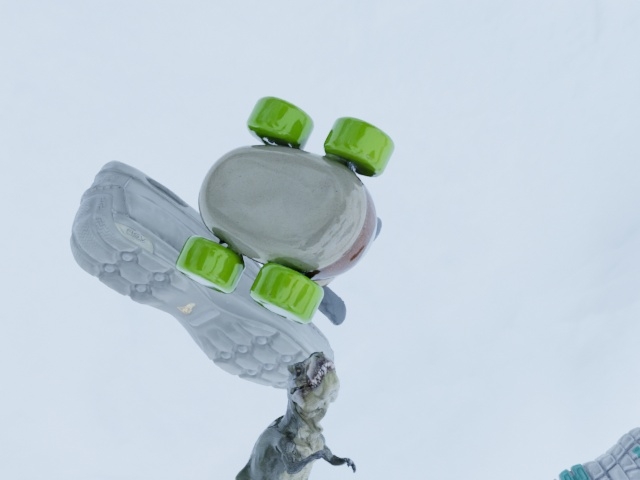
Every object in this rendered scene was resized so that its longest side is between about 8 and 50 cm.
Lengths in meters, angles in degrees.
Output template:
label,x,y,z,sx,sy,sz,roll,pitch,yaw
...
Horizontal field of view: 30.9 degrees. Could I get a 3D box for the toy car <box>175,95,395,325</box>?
label,x,y,z,sx,sy,sz,roll,pitch,yaw
toy car,0.000,0.000,0.943,0.149,0.188,0.155,19,77,32

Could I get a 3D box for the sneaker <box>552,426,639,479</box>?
label,x,y,z,sx,sy,sz,roll,pitch,yaw
sneaker,0.279,0.226,1.086,0.167,0.076,0.065,-17,59,-17

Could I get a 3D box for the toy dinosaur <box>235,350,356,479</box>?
label,x,y,z,sx,sy,sz,roll,pitch,yaw
toy dinosaur,-0.028,0.199,0.795,0.118,0.064,0.268,41,112,23

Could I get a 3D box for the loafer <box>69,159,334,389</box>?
label,x,y,z,sx,sy,sz,roll,pitch,yaw
loafer,-0.098,0.039,1.112,0.112,0.319,0.111,-22,42,32
